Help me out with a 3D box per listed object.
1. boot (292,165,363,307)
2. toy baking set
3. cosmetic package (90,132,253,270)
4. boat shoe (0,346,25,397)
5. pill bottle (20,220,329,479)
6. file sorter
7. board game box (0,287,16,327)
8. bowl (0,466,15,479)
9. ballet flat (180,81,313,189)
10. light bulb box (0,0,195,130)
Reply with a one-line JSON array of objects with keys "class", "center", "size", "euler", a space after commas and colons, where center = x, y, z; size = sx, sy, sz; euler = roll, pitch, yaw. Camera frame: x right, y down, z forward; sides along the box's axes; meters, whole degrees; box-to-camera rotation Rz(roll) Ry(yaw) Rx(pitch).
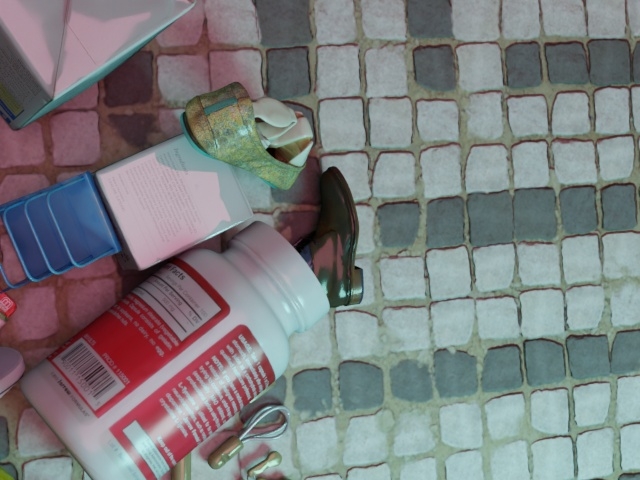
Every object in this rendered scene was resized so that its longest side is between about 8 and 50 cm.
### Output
[{"class": "boot", "center": [0.000, 0.000, 1.832], "size": [0.106, 0.082, 0.219], "euler": [-10, 95, -22]}, {"class": "toy baking set", "center": [-0.134, 0.329, 1.813], "size": [0.197, 0.030, 0.256], "euler": [-4, 92, -23]}, {"class": "cosmetic package", "center": [-0.221, -0.061, 1.714], "size": [0.184, 0.151, 0.151], "euler": [-26, 97, -17]}, {"class": "boat shoe", "center": [-0.514, 0.237, 1.625], "size": [0.258, 0.095, 0.084], "euler": [-28, 131, -14]}, {"class": "pill bottle", "center": [-0.195, 0.160, 1.684], "size": [0.408, 0.229, 0.229], "euler": [-39, 102, -16]}, {"class": "file sorter", "center": [-0.385, -0.005, 1.633], "size": [0.104, 0.170, 0.118], "euler": [-34, 104, -60]}, {"class": "board game box", "center": [-0.554, 0.143, 1.659], "size": [0.124, 0.039, 0.259], "euler": [47, 73, -14]}, {"class": "bowl", "center": [-0.516, 0.354, 1.534], "size": [0.289, 0.156, 0.289], "euler": [-16, 135, -17]}, {"class": "ballet flat", "center": [-0.074, -0.147, 1.676], "size": [0.123, 0.348, 0.123], "euler": [-2, 84, 19]}, {"class": "light bulb box", "center": [-0.385, -0.361, 1.545], "size": [0.225, 0.361, 0.358], "euler": [-36, 102, -18]}]
